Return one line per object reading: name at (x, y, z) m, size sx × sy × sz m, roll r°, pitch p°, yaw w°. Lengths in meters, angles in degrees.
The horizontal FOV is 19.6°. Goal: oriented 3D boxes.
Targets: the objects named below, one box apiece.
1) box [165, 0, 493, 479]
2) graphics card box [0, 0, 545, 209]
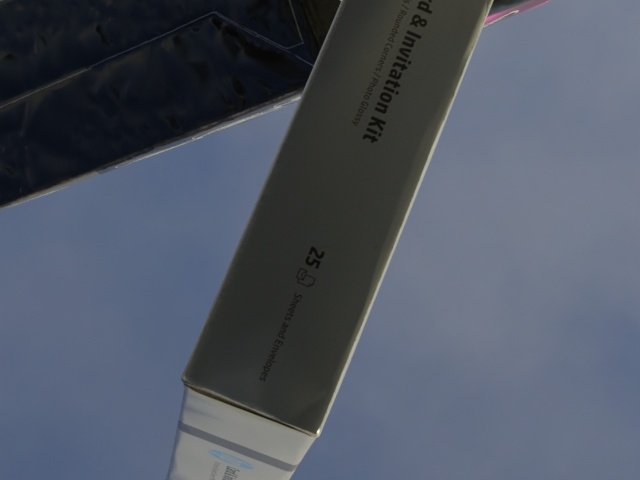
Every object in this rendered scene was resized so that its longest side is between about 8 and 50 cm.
box at (0.000, 0.000, 0.528) m, size 0.038 × 0.186 × 0.145 m, roll 23°, pitch -107°, yaw -1°
graphics card box at (-0.005, -0.121, 0.926) m, size 0.371 × 0.232 × 0.094 m, roll -26°, pitch -83°, yaw -56°
